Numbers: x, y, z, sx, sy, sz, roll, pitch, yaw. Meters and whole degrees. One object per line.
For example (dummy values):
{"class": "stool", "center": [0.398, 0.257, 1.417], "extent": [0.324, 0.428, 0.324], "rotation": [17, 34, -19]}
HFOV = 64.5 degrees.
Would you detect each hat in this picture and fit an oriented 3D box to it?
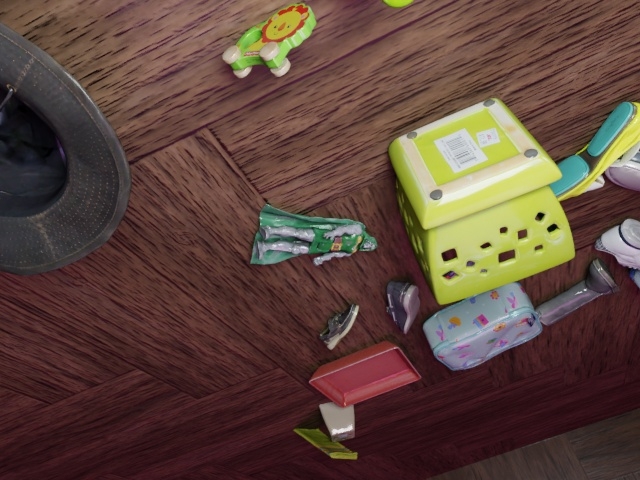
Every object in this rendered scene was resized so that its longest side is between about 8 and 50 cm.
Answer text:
{"class": "hat", "center": [-0.376, -0.122, 0.586], "extent": [0.331, 0.134, 0.331], "rotation": [-2, 124, -3]}

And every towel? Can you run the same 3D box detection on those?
{"class": "towel", "center": [0.012, 0.642, 1.615], "extent": [0.102, 0.021, 0.237], "rotation": [18, 171, -30]}

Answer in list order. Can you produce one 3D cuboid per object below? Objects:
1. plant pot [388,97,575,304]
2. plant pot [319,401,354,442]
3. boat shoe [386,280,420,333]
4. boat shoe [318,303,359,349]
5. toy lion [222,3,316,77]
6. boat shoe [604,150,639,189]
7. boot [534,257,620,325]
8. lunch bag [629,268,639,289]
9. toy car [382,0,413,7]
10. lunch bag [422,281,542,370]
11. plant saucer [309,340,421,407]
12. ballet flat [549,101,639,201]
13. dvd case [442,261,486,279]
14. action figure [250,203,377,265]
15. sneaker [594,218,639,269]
{"class": "plant pot", "center": [0.235, -0.071, 0.787], "extent": [0.227, 0.228, 0.207], "rotation": [-21, 135, 8]}
{"class": "plant pot", "center": [0.060, 0.572, 1.598], "extent": [0.109, 0.096, 0.109], "rotation": [-11, 142, -5]}
{"class": "boat shoe", "center": [0.189, 0.153, 1.182], "extent": [0.065, 0.075, 0.206], "rotation": [22, 154, 22]}
{"class": "boat shoe", "center": [0.040, 0.198, 1.174], "extent": [0.049, 0.056, 0.152], "rotation": [30, 125, -2]}
{"class": "toy lion", "center": [-0.056, -0.240, 0.598], "extent": [0.100, 0.096, 0.034], "rotation": [11, 157, 36]}
{"class": "boat shoe", "center": [0.678, -0.139, 0.975], "extent": [0.319, 0.116, 0.099], "rotation": [11, 91, -20]}
{"class": "boot", "center": [0.646, 0.139, 1.304], "extent": [0.208, 0.076, 0.189], "rotation": [-28, 138, 26]}
{"class": "lunch bag", "center": [0.912, 0.068, 1.280], "extent": [0.219, 0.090, 0.176], "rotation": [0, 138, -19]}
{"class": "toy car", "center": [0.105, -0.337, 0.489], "extent": [0.188, 0.155, 0.149], "rotation": [-22, 143, -12]}
{"class": "lunch bag", "center": [0.422, 0.227, 1.293], "extent": [0.279, 0.108, 0.224], "rotation": [-29, 139, 16]}
{"class": "plant saucer", "center": [0.127, 0.371, 1.418], "extent": [0.259, 0.048, 0.258], "rotation": [-24, 141, 11]}
{"class": "ballet flat", "center": [0.489, -0.136, 0.897], "extent": [0.077, 0.077, 0.231], "rotation": [23, 127, -17]}
{"class": "dvd case", "center": [0.328, 0.076, 1.156], "extent": [0.087, 0.013, 0.119], "rotation": [26, 127, -40]}
{"class": "action figure", "center": [0.000, 0.000, 0.921], "extent": [0.232, 0.063, 0.137], "rotation": [0, 136, -24]}
{"class": "sneaker", "center": [0.748, 0.032, 1.159], "extent": [0.235, 0.090, 0.095], "rotation": [28, 142, -9]}
